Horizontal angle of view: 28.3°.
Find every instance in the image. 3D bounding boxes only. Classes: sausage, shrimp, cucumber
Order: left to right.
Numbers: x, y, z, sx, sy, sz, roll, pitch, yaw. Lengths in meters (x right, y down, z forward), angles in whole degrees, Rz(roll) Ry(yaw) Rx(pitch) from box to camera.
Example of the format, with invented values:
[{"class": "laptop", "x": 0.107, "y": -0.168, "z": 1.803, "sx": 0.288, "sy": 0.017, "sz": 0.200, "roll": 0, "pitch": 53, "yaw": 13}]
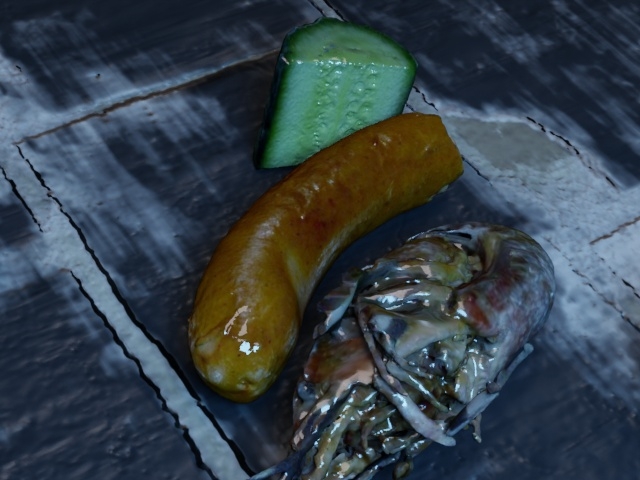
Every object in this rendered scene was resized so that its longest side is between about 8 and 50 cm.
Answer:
[{"class": "sausage", "x": -0.005, "y": -0.002, "z": 0.935, "sx": 0.103, "sy": 0.076, "sz": 0.302, "roll": 29, "pitch": 50, "yaw": 20}, {"class": "cucumber", "x": 0.007, "y": -0.116, "z": 1.027, "sx": 0.116, "sy": 0.115, "sz": 0.062, "roll": -2, "pitch": 46, "yaw": -20}, {"class": "shrimp", "x": 0.053, "y": 0.094, "z": 0.825, "sx": 0.145, "sy": 0.116, "sz": 0.343, "roll": 21, "pitch": 45, "yaw": 23}]
